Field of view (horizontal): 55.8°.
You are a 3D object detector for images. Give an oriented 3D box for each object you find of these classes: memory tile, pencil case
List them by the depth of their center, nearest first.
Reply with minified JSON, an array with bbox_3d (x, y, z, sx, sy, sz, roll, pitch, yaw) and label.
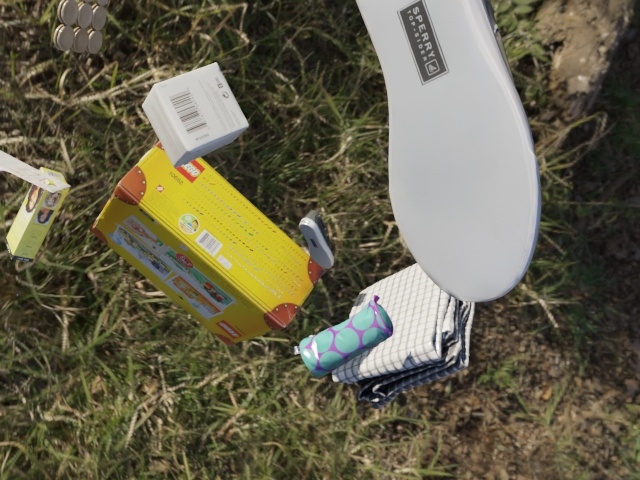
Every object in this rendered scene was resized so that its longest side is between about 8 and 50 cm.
[{"bbox_3d":[-0.343,-0.347,0.878,0.012,0.113,0.148,21,109,6],"label":"memory tile"},{"bbox_3d":[0.038,0.150,0.933,0.064,0.152,0.070,37,27,-52],"label":"pencil case"}]

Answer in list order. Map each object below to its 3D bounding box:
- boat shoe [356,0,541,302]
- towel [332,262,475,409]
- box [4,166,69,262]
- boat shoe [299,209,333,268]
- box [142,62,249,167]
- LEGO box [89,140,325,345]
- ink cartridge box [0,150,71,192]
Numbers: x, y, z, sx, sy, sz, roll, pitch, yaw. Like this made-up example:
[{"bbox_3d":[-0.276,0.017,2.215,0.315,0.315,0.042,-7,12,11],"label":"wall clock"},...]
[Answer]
[{"bbox_3d":[0.072,-0.083,0.337,0.076,0.080,0.228,-19,91,-57],"label":"boat shoe"},{"bbox_3d":[0.171,0.170,1.154,0.121,0.235,0.283,50,33,-20],"label":"towel"},{"bbox_3d":[-0.718,-0.063,1.525,0.058,0.087,0.232,17,111,-45],"label":"box"},{"bbox_3d":[0.000,0.000,1.162,0.040,0.049,0.142,-58,146,-29],"label":"boat shoe"},{"bbox_3d":[-0.174,-0.172,0.839,0.102,0.087,0.101,-30,95,-29],"label":"box"},{"bbox_3d":[-0.295,0.024,1.523,0.500,0.372,0.193,43,58,-13],"label":"LEGO box"},{"bbox_3d":[-0.561,-0.122,1.023,0.232,0.189,0.066,33,90,-16],"label":"ink cartridge box"}]
